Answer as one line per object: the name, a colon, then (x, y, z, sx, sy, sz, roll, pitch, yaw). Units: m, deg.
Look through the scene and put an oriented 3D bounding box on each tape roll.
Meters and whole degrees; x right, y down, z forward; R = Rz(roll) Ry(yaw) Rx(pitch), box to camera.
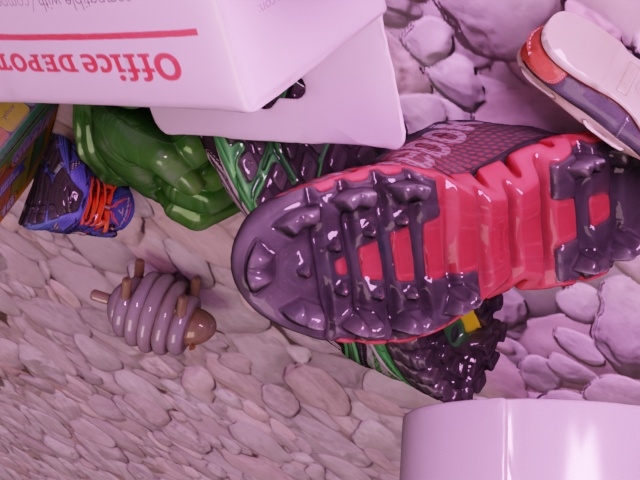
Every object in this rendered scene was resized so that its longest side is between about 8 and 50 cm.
tape roll: (0.178, 0.224, 0.882, 0.246, 0.169, 0.246, 4, 163, 1)

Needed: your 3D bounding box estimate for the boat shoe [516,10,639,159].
boat shoe: (0.169, -0.072, 0.644, 0.137, 0.049, 0.043, 37, 154, -4)

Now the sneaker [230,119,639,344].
sneaker: (0.058, -0.011, 0.672, 0.135, 0.276, 0.098, 19, 117, 54)

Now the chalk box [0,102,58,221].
chalk box: (-0.309, -0.097, 0.981, 0.132, 0.132, 0.213, 34, 153, -4)

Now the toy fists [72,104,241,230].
toy fists: (-0.128, -0.113, 0.819, 0.142, 0.096, 0.279, 13, 145, 28)

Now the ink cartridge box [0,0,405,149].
ink cartridge box: (-0.101, -0.180, 0.561, 0.207, 0.119, 0.353, 6, 125, 38)

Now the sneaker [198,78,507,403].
sneaker: (0.000, 0.000, 0.832, 0.146, 0.134, 0.343, 6, 143, 40)

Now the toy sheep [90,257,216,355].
toy sheep: (-0.165, 0.069, 1.153, 0.132, 0.091, 0.091, 20, 150, 10)

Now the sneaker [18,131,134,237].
sneaker: (-0.199, -0.040, 0.990, 0.087, 0.083, 0.221, 19, -177, -9)
